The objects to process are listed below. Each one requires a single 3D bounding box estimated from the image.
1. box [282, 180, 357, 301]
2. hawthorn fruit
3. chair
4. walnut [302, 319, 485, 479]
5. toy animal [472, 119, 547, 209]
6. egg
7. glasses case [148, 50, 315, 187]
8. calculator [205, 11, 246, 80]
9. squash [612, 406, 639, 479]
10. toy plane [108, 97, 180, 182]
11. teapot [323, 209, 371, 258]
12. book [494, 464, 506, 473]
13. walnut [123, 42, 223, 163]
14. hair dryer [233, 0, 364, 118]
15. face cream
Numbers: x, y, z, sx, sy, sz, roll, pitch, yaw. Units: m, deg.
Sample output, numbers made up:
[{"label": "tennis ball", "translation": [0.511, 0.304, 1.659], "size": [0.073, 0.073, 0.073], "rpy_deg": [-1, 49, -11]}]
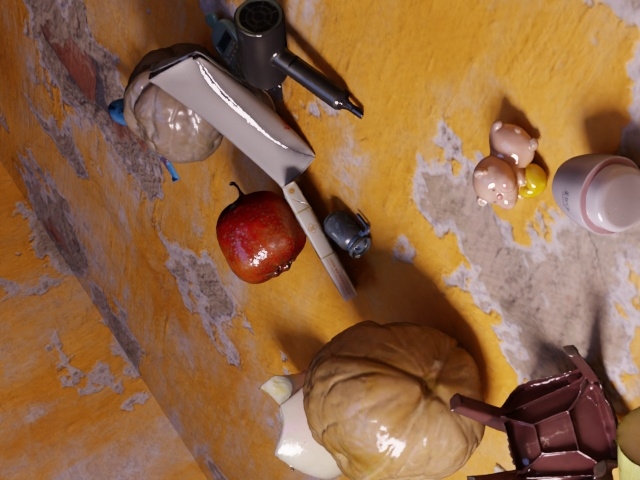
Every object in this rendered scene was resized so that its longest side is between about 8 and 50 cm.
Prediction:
[{"label": "box", "translation": [-0.001, 0.000, 1.974], "size": [0.220, 0.032, 0.122], "rpy_deg": [61, -178, -1]}, {"label": "hawthorn fruit", "translation": [-0.118, -0.024, 2.077], "size": [0.194, 0.157, 0.157], "rpy_deg": [62, 155, 8]}, {"label": "chair", "translation": [0.320, 0.271, 1.556], "size": [0.326, 0.183, 0.175], "rpy_deg": [28, -133, -60]}, {"label": "walnut", "translation": [0.115, 0.257, 1.802], "size": [0.313, 0.277, 0.252], "rpy_deg": [126, 144, -68]}, {"label": "toy animal", "translation": [0.232, -0.085, 1.436], "size": [0.091, 0.082, 0.114], "rpy_deg": [41, 148, 34]}, {"label": "egg", "translation": [0.006, 0.328, 2.201], "size": [0.206, 0.161, 0.271], "rpy_deg": [34, -164, -14]}, {"label": "glasses case", "translation": [-0.136, -0.220, 1.922], "size": [0.308, 0.083, 0.128], "rpy_deg": [39, 145, -25]}, {"label": "calculator", "translation": [-0.151, -0.331, 1.981], "size": [0.153, 0.021, 0.095], "rpy_deg": [58, 155, 6]}, {"label": "squash", "translation": [0.433, 0.305, 1.426], "size": [0.123, 0.123, 0.186], "rpy_deg": [32, 145, 47]}, {"label": "toy plane", "translation": [-0.344, -0.250, 2.332], "size": [0.271, 0.105, 0.254], "rpy_deg": [33, 142, 48]}, {"label": "teapot", "translation": [0.050, -0.017, 1.904], "size": [0.083, 0.063, 0.049], "rpy_deg": [45, -173, 29]}, {"label": "book", "translation": [0.332, 0.467, 1.891], "size": [0.127, 0.014, 0.181], "rpy_deg": [37, 145, 41]}, {"label": "walnut", "translation": [-0.253, -0.244, 2.060], "size": [0.224, 0.224, 0.224], "rpy_deg": [43, 150, 34]}, {"label": "hair dryer", "translation": [-0.028, -0.245, 1.790], "size": [0.248, 0.078, 0.195], "rpy_deg": [40, 161, 21]}, {"label": "face cream", "translation": [0.316, -0.055, 1.298], "size": [0.095, 0.091, 0.091], "rpy_deg": [29, 141, 60]}]
